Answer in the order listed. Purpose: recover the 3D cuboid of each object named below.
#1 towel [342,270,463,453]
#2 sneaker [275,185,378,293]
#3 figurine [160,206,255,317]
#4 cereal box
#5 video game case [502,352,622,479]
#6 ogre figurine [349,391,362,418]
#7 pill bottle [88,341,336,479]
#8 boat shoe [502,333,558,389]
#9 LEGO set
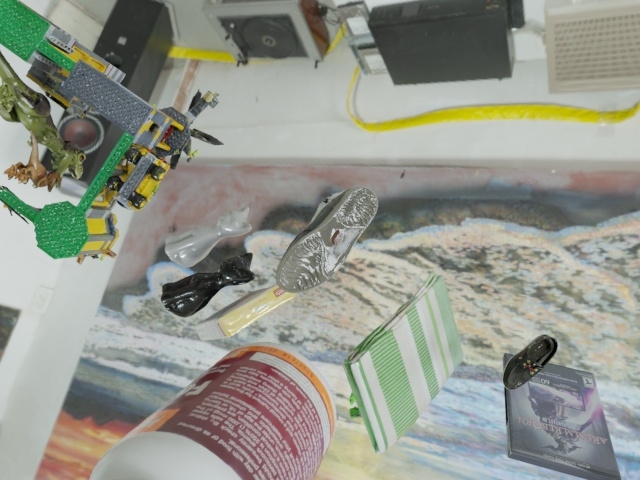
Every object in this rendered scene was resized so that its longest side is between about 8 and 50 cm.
[{"bbox_3d":[0.183,0.243,0.991,0.038,0.325,0.248,3,120,46],"label":"towel"},{"bbox_3d":[0.000,0.000,0.834,0.083,0.222,0.118,48,166,-15],"label":"sneaker"},{"bbox_3d":[-0.234,0.036,1.058,0.209,0.215,0.092,-24,141,18],"label":"figurine"},{"bbox_3d":[-0.172,0.156,1.067,0.047,0.173,0.240,61,151,-1],"label":"cereal box"},{"bbox_3d":[0.485,0.355,1.004,0.196,0.274,0.026,11,121,12],"label":"video game case"},{"bbox_3d":[0.161,0.464,1.531,0.118,0.197,0.097,6,141,14],"label":"ogre figurine"},{"bbox_3d":[-0.136,0.299,0.604,0.224,0.224,0.392,10,-167,16],"label":"pill bottle"},{"bbox_3d":[0.402,0.234,0.932,0.049,0.133,0.042,45,175,8],"label":"boat shoe"},{"bbox_3d":[-0.307,-0.132,0.598,0.331,0.255,0.192,27,-177,4],"label":"LEGO set"}]
